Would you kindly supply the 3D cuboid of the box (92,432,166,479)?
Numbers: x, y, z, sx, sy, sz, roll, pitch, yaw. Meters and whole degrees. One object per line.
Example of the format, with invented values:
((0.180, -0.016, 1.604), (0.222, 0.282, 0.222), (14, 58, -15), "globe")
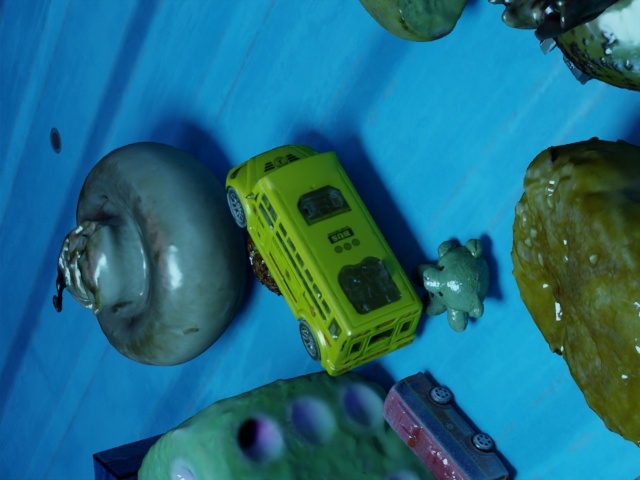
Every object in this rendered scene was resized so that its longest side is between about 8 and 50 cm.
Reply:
((-0.213, 0.441, 1.912), (0.116, 0.279, 0.261), (21, 116, 53), "box")

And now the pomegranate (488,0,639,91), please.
((0.260, -0.234, 0.950), (0.285, 0.341, 0.284), (28, 127, 44), "pomegranate")

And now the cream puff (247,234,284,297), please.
((-0.055, 0.021, 1.724), (0.149, 0.084, 0.149), (24, 119, 53), "cream puff")

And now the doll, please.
((0.151, 0.057, 1.452), (0.150, 0.078, 0.115), (149, 116, -66), "doll")

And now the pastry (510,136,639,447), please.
((0.306, 0.043, 1.132), (0.255, 0.162, 0.310), (92, 158, -45), "pastry")

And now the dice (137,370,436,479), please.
((-0.041, 0.374, 1.600), (0.330, 0.322, 0.318), (-47, 61, 50), "dice")

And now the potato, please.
((0.085, -0.366, 1.354), (0.298, 0.141, 0.176), (67, 158, 4), "potato")

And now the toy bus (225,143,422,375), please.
((0.000, 0.000, 1.553), (0.330, 0.144, 0.152), (60, 159, 23), "toy bus")

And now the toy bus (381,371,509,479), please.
((0.154, 0.251, 1.496), (0.192, 0.077, 0.065), (47, 133, 36), "toy bus")

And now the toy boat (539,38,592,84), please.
((0.238, -0.272, 1.190), (0.093, 0.103, 0.246), (-53, 54, 50), "toy boat")

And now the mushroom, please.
((-0.287, 0.026, 1.874), (0.362, 0.295, 0.362), (20, 115, 53), "mushroom")

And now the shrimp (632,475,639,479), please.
((0.362, 0.335, 1.254), (0.132, 0.052, 0.187), (-164, 74, -66), "shrimp")
